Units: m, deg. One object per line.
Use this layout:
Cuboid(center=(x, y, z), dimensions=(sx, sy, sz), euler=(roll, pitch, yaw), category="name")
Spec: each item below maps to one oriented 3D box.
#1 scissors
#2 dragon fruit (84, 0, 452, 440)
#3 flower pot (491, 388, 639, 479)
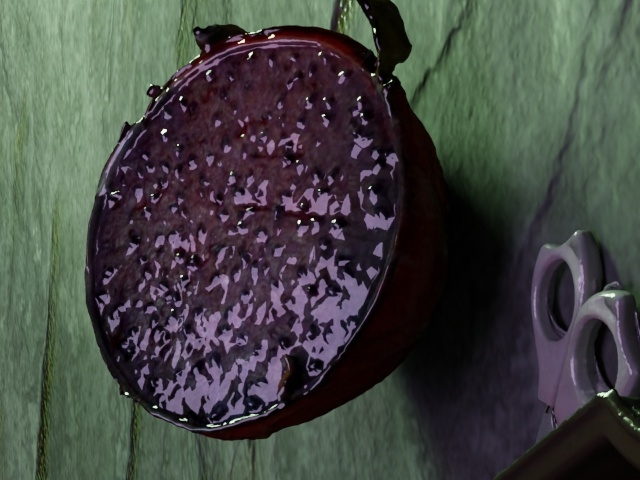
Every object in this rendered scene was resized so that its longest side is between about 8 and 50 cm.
Cuboid(center=(0.107, 0.088, 0.840), dimensions=(0.100, 0.015, 0.189), euler=(-118, 32, -52), category="scissors")
Cuboid(center=(-0.003, 0.003, 0.977), dimensions=(0.218, 0.148, 0.223), euler=(-8, 71, 38), category="dragon fruit")
Cuboid(center=(0.140, 0.188, 0.664), dimensions=(0.179, 0.084, 0.250), euler=(126, 139, -57), category="flower pot")
